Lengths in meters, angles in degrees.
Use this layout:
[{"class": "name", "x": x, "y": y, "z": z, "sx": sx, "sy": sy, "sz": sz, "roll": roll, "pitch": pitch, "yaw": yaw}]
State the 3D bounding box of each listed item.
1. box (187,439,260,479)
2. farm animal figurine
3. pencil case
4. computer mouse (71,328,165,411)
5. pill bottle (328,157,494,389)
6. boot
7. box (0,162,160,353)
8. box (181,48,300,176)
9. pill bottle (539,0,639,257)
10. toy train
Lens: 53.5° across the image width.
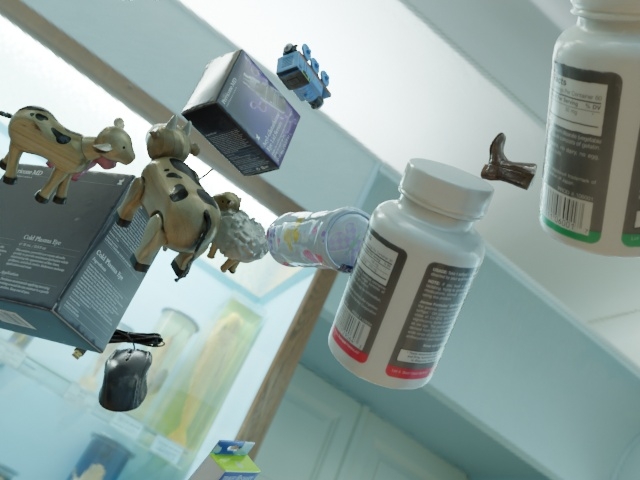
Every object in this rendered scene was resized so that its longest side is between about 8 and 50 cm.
[{"class": "box", "x": -0.164, "y": 0.369, "z": 0.911, "sx": 0.042, "sy": 0.178, "sz": 0.109, "roll": 39, "pitch": 0, "yaw": 29}, {"class": "farm animal figurine", "x": -0.250, "y": -0.094, "z": 0.922, "sx": 0.327, "sy": 0.330, "sz": 0.172, "roll": 47, "pitch": -66, "yaw": 22}, {"class": "pencil case", "x": 0.000, "y": 0.000, "z": 1.174, "sx": 0.124, "sy": 0.113, "sz": 0.273, "roll": 14, "pitch": -6, "yaw": -27}, {"class": "computer mouse", "x": -0.447, "y": 0.255, "z": 1.361, "sx": 0.184, "sy": 0.262, "sz": 0.060, "roll": 8, "pitch": -63, "yaw": -4}, {"class": "pill bottle", "x": 0.139, "y": 0.047, "z": 0.954, "sx": 0.176, "sy": 0.176, "sz": 0.318, "roll": 21, "pitch": -70, "yaw": 7}, {"class": "boot", "x": 0.383, "y": -0.157, "z": 1.248, "sx": 0.037, "sy": 0.106, "sz": 0.114, "roll": 20, "pitch": 0, "yaw": -43}, {"class": "box", "x": -0.537, "y": 0.024, "z": 1.285, "sx": 0.343, "sy": 0.312, "sz": 0.179, "roll": 8, "pitch": -32, "yaw": 23}, {"class": "box", "x": -0.159, "y": -0.258, "z": 1.307, "sx": 0.108, "sy": 0.153, "sz": 0.207, "roll": -7, "pitch": -37, "yaw": 38}, {"class": "pill bottle", "x": 0.407, "y": -0.177, "z": 0.837, "sx": 0.204, "sy": 0.204, "sz": 0.361, "roll": 9, "pitch": -60, "yaw": 23}, {"class": "toy train", "x": -0.039, "y": -0.399, "z": 1.559, "sx": 0.080, "sy": 0.105, "sz": 0.184, "roll": -10, "pitch": -32, "yaw": 26}]
